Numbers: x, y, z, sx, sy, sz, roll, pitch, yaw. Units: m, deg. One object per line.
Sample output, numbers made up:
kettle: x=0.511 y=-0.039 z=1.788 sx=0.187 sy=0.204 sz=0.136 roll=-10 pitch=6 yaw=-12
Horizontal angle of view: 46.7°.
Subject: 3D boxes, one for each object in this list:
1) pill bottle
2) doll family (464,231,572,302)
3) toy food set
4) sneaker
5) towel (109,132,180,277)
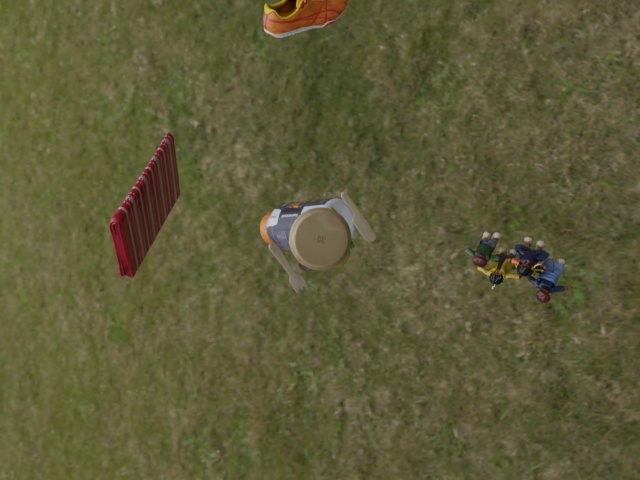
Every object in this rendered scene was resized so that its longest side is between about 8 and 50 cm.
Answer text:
pill bottle: x=-0.042 y=-0.035 z=1.861 sx=0.246 sy=0.131 sz=0.130 roll=-3 pitch=87 yaw=45
doll family: x=0.362 y=0.051 z=1.358 sx=0.193 sy=0.111 sz=0.076 roll=7 pitch=125 yaw=25
toy food set: x=0.000 y=0.000 z=1.448 sx=0.132 sy=0.192 sz=0.038 roll=57 pitch=174 yaw=-11
sneaker: x=-0.020 y=-0.409 z=1.301 sx=0.064 sy=0.175 sz=0.067 roll=46 pitch=150 yaw=28
towel: x=-0.373 y=-0.075 z=1.593 sx=0.031 sy=0.274 sz=0.198 roll=15 pitch=141 yaw=7
